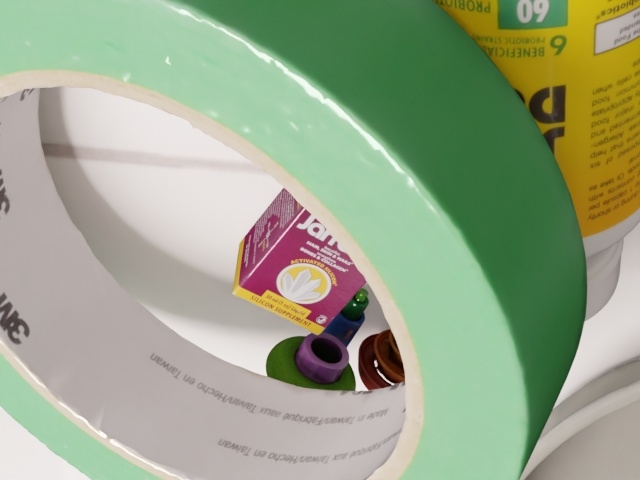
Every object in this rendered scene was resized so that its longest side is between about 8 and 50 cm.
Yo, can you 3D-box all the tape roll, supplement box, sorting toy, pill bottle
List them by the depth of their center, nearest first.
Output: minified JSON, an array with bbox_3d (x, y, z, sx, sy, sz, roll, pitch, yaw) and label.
[{"bbox_3d":[0.087,-0.063,0.547,0.117,0.118,0.208,-3,131,5],"label":"pill bottle"},{"bbox_3d":[-0.050,0.009,0.559,0.321,0.077,0.321,19,136,19],"label":"tape roll"},{"bbox_3d":[0.000,0.000,0.653,0.055,0.043,0.083,27,126,-18],"label":"supplement box"},{"bbox_3d":[0.022,0.057,0.691,0.102,0.061,0.042,2,134,-31],"label":"sorting toy"}]

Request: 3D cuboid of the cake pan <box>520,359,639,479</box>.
[{"bbox_3d":[0.225,0.183,0.755,0.293,0.054,0.293,-1,116,-1],"label":"cake pan"}]
